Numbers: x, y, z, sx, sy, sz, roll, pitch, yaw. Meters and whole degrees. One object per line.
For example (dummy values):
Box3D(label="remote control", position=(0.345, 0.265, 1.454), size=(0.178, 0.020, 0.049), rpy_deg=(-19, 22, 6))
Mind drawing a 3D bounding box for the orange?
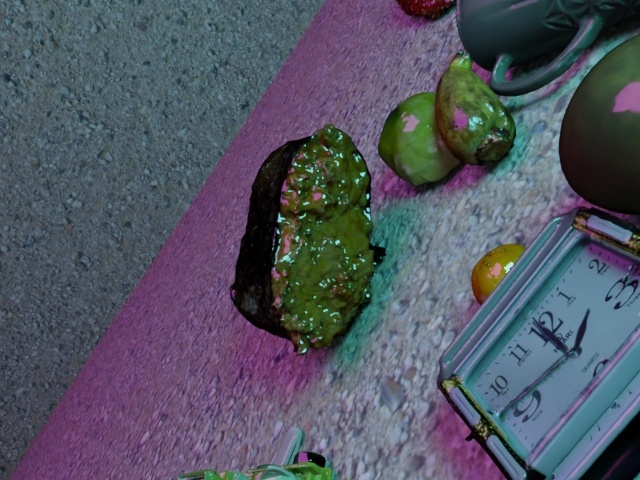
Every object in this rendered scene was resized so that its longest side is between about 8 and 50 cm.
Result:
Box3D(label="orange", position=(0.206, 0.043, 0.627), size=(0.083, 0.070, 0.083), rpy_deg=(-52, -1, -1))

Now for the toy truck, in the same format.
Box3D(label="toy truck", position=(-0.122, 0.347, 0.750), size=(0.259, 0.135, 0.128), rpy_deg=(-21, 40, 26))

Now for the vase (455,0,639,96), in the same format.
Box3D(label="vase", position=(0.337, -0.331, 0.791), size=(0.301, 0.156, 0.251), rpy_deg=(5, 80, 58))

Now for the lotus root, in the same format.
Box3D(label="lotus root", position=(0.219, -0.195, 0.831), size=(0.094, 0.108, 0.190), rpy_deg=(-43, 49, 40))

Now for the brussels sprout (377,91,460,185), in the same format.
Box3D(label="brussels sprout", position=(0.168, -0.175, 0.932), size=(0.151, 0.122, 0.149), rpy_deg=(-62, 20, -15))

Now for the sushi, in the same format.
Box3D(label="sushi", position=(0.000, 0.000, 0.918), size=(0.207, 0.234, 0.348), rpy_deg=(1, 84, 60))

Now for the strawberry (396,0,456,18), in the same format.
Box3D(label="strawberry", position=(0.271, -0.660, 1.348), size=(0.233, 0.138, 0.306), rpy_deg=(-49, 22, 15))

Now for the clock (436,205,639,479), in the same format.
Box3D(label="clock", position=(0.226, 0.100, 0.507), size=(0.253, 0.083, 0.186), rpy_deg=(-53, 22, 8))

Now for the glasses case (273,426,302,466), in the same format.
Box3D(label="glasses case", position=(-0.052, 0.324, 0.854), size=(0.032, 0.021, 0.083), rpy_deg=(-19, 43, 60))

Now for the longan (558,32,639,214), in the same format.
Box3D(label="longan", position=(0.312, -0.107, 0.517), size=(0.185, 0.159, 0.204), rpy_deg=(-39, -9, 25))
